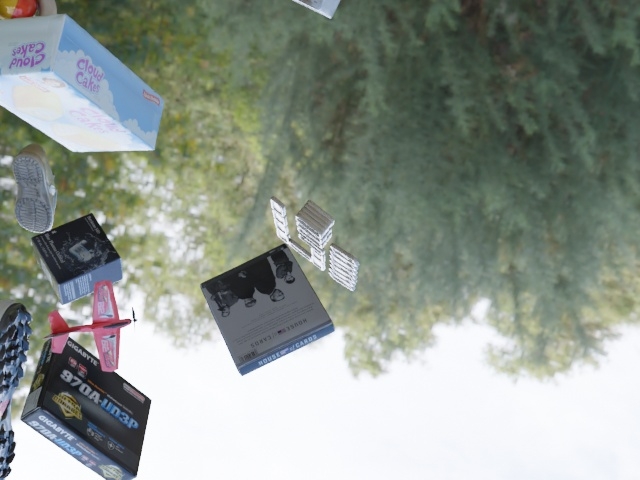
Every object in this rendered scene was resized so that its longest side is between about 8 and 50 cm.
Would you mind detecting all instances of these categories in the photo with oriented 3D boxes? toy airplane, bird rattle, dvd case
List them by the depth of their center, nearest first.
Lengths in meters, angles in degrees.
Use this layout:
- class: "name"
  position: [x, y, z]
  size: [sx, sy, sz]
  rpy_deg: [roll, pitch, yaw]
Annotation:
- class: "toy airplane"
  position: [-0.354, 0.136, 1.519]
  size: [0.151, 0.151, 0.028]
  rpy_deg: [5, -170, -30]
- class: "dvd case"
  position: [-0.098, 0.117, 1.740]
  size: [0.179, 0.029, 0.238]
  rpy_deg: [-25, -138, -6]
- class: "bird rattle"
  position: [-0.589, -0.430, 1.905]
  size: [0.253, 0.207, 0.143]
  rpy_deg: [14, 160, -12]

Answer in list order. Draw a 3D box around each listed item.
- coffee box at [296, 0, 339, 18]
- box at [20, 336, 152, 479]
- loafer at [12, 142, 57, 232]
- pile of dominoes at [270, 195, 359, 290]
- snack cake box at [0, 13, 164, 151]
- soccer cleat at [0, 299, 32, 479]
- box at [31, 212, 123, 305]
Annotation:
- class: "coffee box"
  position: [-0.069, -0.483, 1.612]
  size: [0.246, 0.141, 0.098]
  rpy_deg: [29, -169, 10]
- class: "box"
  position: [-0.386, 0.282, 1.651]
  size: [0.220, 0.051, 0.175]
  rpy_deg: [45, -153, -29]
- class: "loafer"
  position: [-0.690, -0.127, 2.412]
  size: [0.102, 0.268, 0.092]
  rpy_deg: [13, -135, -1]
- class: "pile of dominoes"
  position: [0.000, 0.000, 1.809]
  size: [0.196, 0.040, 0.251]
  rpy_deg: [38, 168, 11]
- class: "snack cake box"
  position: [-0.356, -0.215, 1.403]
  size: [0.152, 0.089, 0.264]
  rpy_deg: [2, 163, 23]
- class: "soccer cleat"
  position: [-0.448, 0.221, 1.233]
  size: [0.116, 0.318, 0.108]
  rpy_deg: [12, -174, 10]
- class: "box"
  position: [-0.568, 0.042, 2.309]
  size: [0.158, 0.093, 0.156]
  rpy_deg: [-25, -120, -24]
